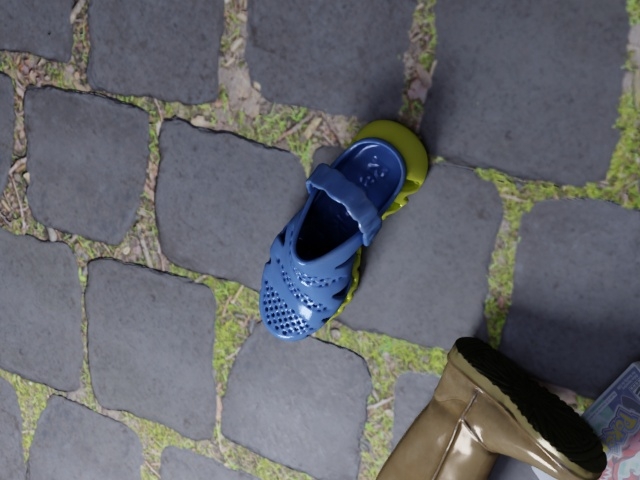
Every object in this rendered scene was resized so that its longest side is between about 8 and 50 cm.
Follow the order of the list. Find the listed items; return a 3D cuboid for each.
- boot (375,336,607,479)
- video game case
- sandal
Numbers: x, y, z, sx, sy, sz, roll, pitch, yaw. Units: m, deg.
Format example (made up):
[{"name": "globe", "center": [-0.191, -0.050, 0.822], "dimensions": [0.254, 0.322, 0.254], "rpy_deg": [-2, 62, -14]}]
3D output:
[{"name": "boot", "center": [0.190, 0.282, 1.162], "dimensions": [0.236, 0.089, 0.269], "rpy_deg": [45, 124, 38]}, {"name": "video game case", "center": [0.342, 0.265, 1.069], "dimensions": [0.183, 0.023, 0.201], "rpy_deg": [57, 131, 32]}, {"name": "sandal", "center": [0.000, 0.000, 1.162], "dimensions": [0.126, 0.138, 0.317], "rpy_deg": [35, 122, 13]}]
